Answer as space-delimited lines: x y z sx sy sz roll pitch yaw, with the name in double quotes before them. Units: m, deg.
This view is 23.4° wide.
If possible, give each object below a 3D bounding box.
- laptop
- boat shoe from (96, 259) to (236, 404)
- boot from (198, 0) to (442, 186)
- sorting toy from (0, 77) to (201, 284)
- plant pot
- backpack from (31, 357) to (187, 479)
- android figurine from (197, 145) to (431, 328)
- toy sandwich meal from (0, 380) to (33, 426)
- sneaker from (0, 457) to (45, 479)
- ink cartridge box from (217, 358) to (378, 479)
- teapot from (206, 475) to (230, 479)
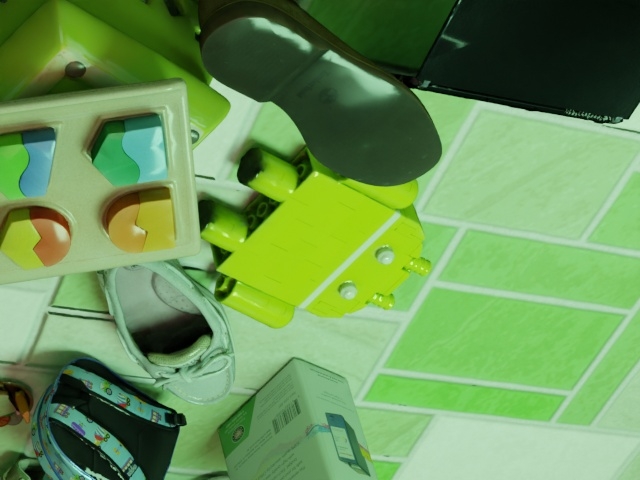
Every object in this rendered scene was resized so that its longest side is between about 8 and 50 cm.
"laptop" 0.184 -0.193 1.456 0.234 0.264 0.136 8 96 -24
"boat shoe" -0.168 0.086 1.662 0.118 0.103 0.320 -18 136 1
"boot" 0.005 -0.153 1.397 0.112 0.115 0.305 -34 136 21
"sorting toy" -0.198 -0.040 1.278 0.193 0.038 0.208 -9 136 -8
"plant pot" -0.222 -0.145 1.344 0.228 0.207 0.227 -40 132 23
"backpack" -0.257 0.226 1.745 0.117 0.158 0.173 -27 124 36
"android figurine" 0.000 0.000 1.666 0.273 0.056 0.248 29 120 -35
"toy sandwich meal" -0.365 0.190 1.759 0.086 0.029 0.085 -9 135 -9
"sneaker" -0.364 0.295 1.846 0.192 0.064 0.086 -10 128 -8
"ink cartridge box" -0.023 0.273 1.814 0.093 0.212 0.154 26 121 -36
"teapot" -0.226 0.396 1.908 0.252 0.187 0.256 -21 166 31
